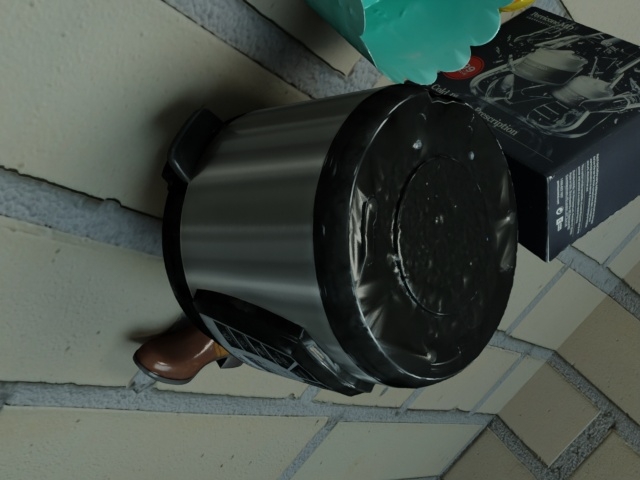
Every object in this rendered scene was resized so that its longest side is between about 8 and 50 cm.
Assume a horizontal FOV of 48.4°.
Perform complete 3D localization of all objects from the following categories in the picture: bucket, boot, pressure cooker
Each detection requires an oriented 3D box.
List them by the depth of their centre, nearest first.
[{"bbox_3d":[0.105,-0.354,0.877,0.281,0.183,0.281,-27,143,-22],"label":"bucket"},{"bbox_3d":[0.004,-0.004,0.957,0.376,0.420,0.369,-14,101,-45],"label":"pressure cooker"},{"bbox_3d":[-0.156,0.105,1.185,0.264,0.096,0.280,6,122,-47],"label":"boot"}]

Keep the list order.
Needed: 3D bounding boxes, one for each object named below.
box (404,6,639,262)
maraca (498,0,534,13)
[{"bbox_3d":[0.354,-0.188,1.144,0.313,0.343,0.179,-32,135,-15],"label":"box"},{"bbox_3d":[0.299,-0.403,1.096,0.127,0.099,0.186,-42,171,2],"label":"maraca"}]
